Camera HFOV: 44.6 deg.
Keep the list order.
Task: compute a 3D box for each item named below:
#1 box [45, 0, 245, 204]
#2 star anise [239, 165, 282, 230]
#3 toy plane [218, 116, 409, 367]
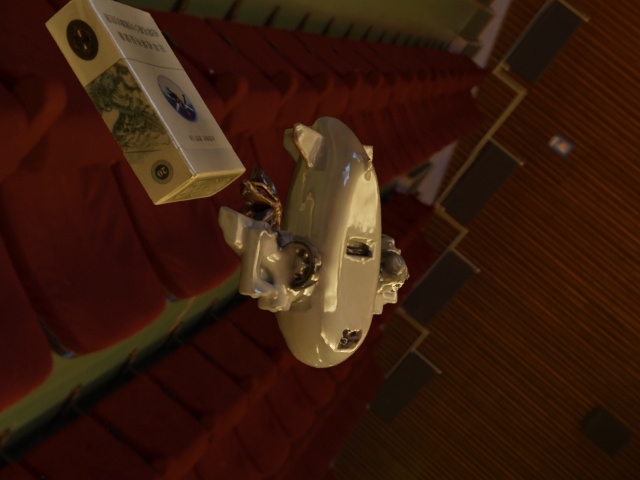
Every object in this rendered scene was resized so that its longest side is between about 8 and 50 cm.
[{"bbox_3d":[-0.212,-0.174,0.979,0.069,0.256,0.164,-32,177,17],"label":"box"},{"bbox_3d":[-0.081,-0.035,1.113,0.056,0.129,0.124,-14,-166,8],"label":"star anise"},{"bbox_3d":[0.000,0.000,0.761,0.117,0.244,0.245,1,-148,39],"label":"toy plane"}]
